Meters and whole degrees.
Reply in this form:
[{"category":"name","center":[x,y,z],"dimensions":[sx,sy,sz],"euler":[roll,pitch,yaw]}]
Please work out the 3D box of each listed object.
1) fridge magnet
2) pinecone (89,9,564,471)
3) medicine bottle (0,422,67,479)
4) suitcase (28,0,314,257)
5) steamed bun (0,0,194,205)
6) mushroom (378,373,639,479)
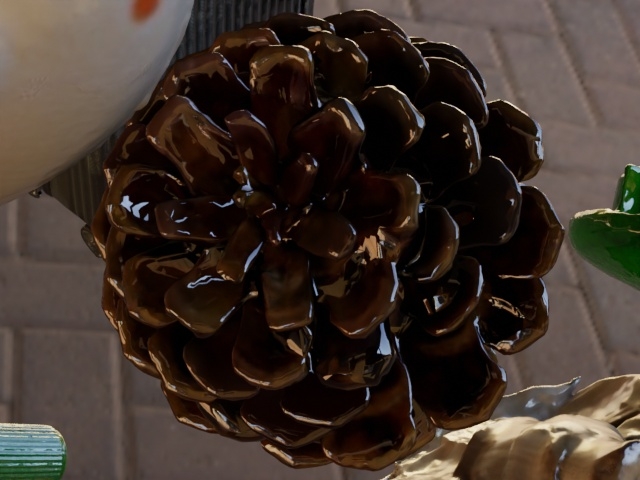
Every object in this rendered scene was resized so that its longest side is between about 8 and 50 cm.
[{"category":"fridge magnet","center":[0.264,0.003,1.055],"dimensions":[0.208,0.088,0.208],"euler":[12,-5,1]},{"category":"pinecone","center":[0.003,-0.001,0.816],"dimensions":[0.246,0.246,0.292],"euler":[16,-2,9]},{"category":"medicine bottle","center":[-0.346,0.170,1.290],"dimensions":[0.309,0.076,0.111],"euler":[7,66,-38]},{"category":"suitcase","center":[-0.105,-0.142,0.974],"dimensions":[0.128,0.312,0.202],"euler":[42,64,19]},{"category":"steamed bun","center":[-0.144,-0.089,0.500],"dimensions":[0.228,0.177,0.131],"euler":[-8,5,40]},{"category":"mushroom","center":[0.162,0.202,1.069],"dimensions":[0.254,0.189,0.195],"euler":[-24,10,-31]}]
